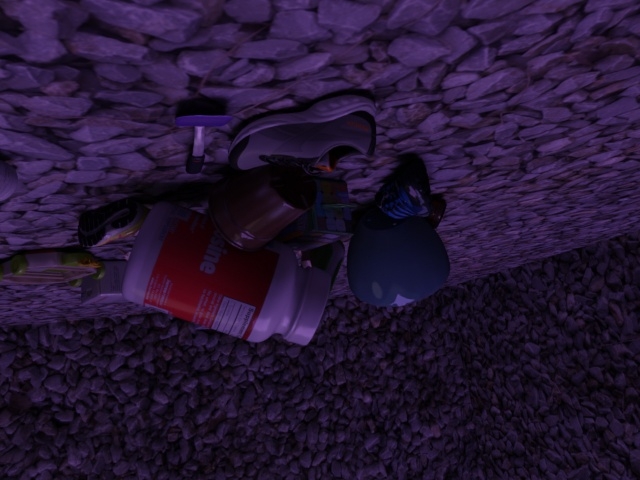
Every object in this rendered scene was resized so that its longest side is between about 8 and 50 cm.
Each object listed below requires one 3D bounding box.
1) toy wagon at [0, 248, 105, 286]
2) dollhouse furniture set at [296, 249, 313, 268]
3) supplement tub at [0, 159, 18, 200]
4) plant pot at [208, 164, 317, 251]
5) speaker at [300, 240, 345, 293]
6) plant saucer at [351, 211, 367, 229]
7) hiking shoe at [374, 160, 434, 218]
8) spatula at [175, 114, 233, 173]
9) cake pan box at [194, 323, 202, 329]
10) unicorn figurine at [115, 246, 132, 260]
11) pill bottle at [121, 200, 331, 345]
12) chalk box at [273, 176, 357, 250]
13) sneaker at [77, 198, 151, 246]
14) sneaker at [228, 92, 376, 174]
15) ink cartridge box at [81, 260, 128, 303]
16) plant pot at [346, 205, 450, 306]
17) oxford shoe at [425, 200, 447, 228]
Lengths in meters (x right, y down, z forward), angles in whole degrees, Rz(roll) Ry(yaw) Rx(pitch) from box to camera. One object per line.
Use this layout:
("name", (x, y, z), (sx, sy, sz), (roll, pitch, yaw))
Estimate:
("toy wagon", (-0.760, 0.077, 1.636), (0.344, 0.068, 0.267), (-16, 166, 31))
("dollhouse furniture set", (0.000, 0.000, 1.585), (0.123, 0.144, 0.151), (-10, 132, 6))
("supplement tub", (-0.546, -0.108, 0.901), (0.071, 0.071, 0.107), (-9, 168, 5))
("plant pot", (-0.104, -0.083, 1.116), (0.165, 0.167, 0.167), (-27, 158, 39))
("speaker", (-0.017, 0.119, 1.760), (0.131, 0.296, 0.131), (14, 139, 12))
("plant saucer", (0.074, -0.043, 1.693), (0.199, 0.036, 0.198), (-8, 168, -2))
("hiking shoe", (0.191, -0.098, 1.321), (0.132, 0.113, 0.304), (-11, 168, 10))
("spatula", (-0.209, -0.161, 0.966), (0.084, 0.030, 0.296), (-3, 168, -17))
("cake pan box", (-0.328, 0.146, 1.808), (0.070, 0.245, 0.267), (1, 166, -37))
("unicorn figurine", (-0.490, 0.038, 1.641), (0.111, 0.060, 0.162), (-18, 164, 38))
("pill bottle", (-0.196, 0.084, 1.235), (0.408, 0.229, 0.229), (20, 162, -9))
("chalk box", (-0.014, -0.065, 1.307), (0.132, 0.132, 0.213), (6, 161, -44))
("sneaker", (-0.463, -0.031, 1.290), (0.208, 0.081, 0.094), (-14, 169, 26))
("sneaker", (-0.035, -0.155, 0.931), (0.271, 0.108, 0.100), (-12, 169, 24))
("ink cartridge box", (-0.634, 0.140, 1.893), (0.273, 0.114, 0.197), (1, 166, -39))
("plant pot", (0.197, 0.013, 1.559), (0.290, 0.290, 0.195), (-10, 123, 11))
("oxford shoe", (0.317, -0.084, 1.627), (0.076, 0.076, 0.212), (20, 177, 14))
